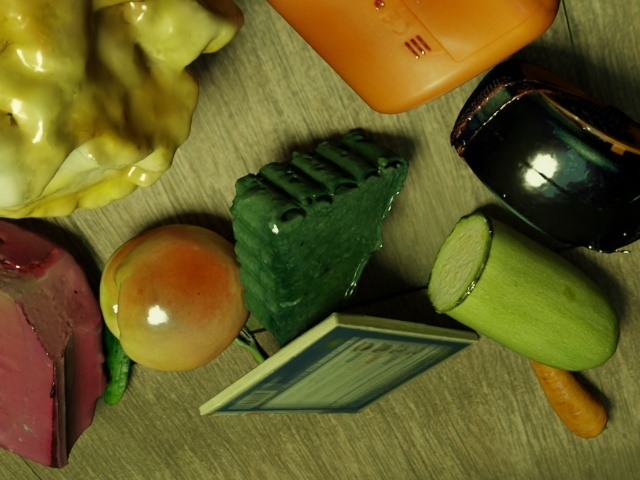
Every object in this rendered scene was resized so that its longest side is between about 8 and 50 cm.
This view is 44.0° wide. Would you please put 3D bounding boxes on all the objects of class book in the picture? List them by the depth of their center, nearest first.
[{"bbox_3d":[0.035,0.164,0.995,0.228,0.018,0.322,-36,151,27],"label":"book"}]

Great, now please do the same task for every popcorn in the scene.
[{"bbox_3d":[-0.290,-0.187,0.683,0.390,0.344,0.354,27,140,0],"label":"popcorn"}]

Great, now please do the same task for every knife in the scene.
[{"bbox_3d":[-0.090,0.161,1.110,0.026,0.022,0.184,-38,116,-2],"label":"knife"}]

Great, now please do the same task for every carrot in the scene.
[{"bbox_3d":[0.316,0.185,1.074,0.061,0.061,0.256,-32,114,24],"label":"carrot"}]

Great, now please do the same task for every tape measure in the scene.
[{"bbox_3d":[0.239,-0.086,0.797,0.223,0.202,0.135,24,121,-18],"label":"tape measure"}]

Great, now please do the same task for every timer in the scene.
[{"bbox_3d":[0.067,-0.257,0.751,0.257,0.161,0.250,42,133,-23],"label":"timer"}]

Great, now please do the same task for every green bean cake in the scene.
[{"bbox_3d":[0.000,0.000,0.896,0.193,0.107,0.208,-28,133,-30],"label":"green bean cake"}]

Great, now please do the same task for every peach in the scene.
[{"bbox_3d":[-0.170,0.064,0.952,0.184,0.184,0.184,2,126,3],"label":"peach"}]

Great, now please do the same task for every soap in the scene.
[{"bbox_3d":[-0.392,0.129,1.022,0.220,0.127,0.324,19,124,8],"label":"soap"}]

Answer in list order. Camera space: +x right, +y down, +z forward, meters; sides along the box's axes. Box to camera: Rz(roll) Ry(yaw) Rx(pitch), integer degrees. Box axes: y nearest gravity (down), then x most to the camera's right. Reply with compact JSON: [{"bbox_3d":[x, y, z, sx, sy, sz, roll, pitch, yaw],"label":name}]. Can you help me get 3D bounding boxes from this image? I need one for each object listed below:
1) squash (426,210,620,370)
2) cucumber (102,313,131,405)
[{"bbox_3d":[0.262,0.075,0.957,0.247,0.132,0.132,26,123,-16],"label":"squash"},{"bbox_3d":[-0.279,0.133,1.086,0.056,0.056,0.250,15,125,-6],"label":"cucumber"}]
